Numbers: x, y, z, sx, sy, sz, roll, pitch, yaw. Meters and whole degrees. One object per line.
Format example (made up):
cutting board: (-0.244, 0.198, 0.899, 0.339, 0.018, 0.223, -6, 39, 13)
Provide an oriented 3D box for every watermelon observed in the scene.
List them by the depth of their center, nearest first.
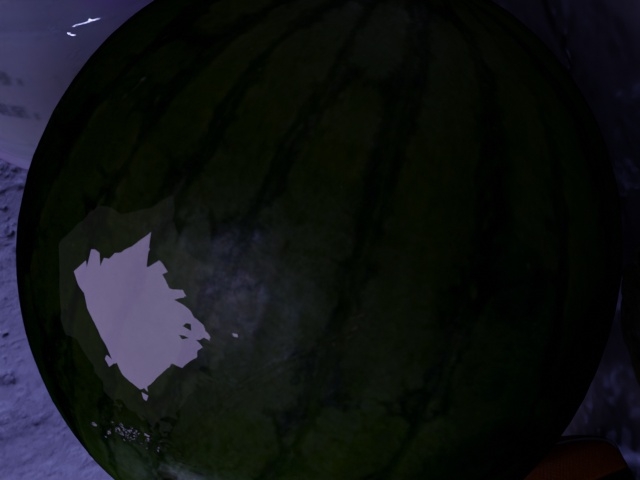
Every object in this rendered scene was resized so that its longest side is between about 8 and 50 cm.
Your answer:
watermelon: (-0.002, 0.004, 0.427, 0.242, 0.242, 0.242, 163, 90, -72)

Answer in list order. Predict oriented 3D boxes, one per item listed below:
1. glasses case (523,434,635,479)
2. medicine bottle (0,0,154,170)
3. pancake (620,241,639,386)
glasses case: (0.078, 0.160, 0.560, 0.266, 0.103, 0.067, 116, 136, -63)
medicine bottle: (-0.160, -0.210, 0.642, 0.302, 0.241, 0.241, 81, 163, -56)
pancake: (0.147, 0.046, 0.380, 0.129, 0.022, 0.116, 136, 118, -71)
